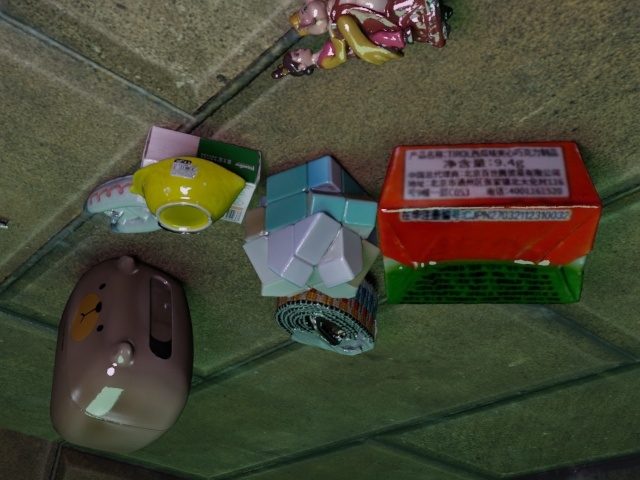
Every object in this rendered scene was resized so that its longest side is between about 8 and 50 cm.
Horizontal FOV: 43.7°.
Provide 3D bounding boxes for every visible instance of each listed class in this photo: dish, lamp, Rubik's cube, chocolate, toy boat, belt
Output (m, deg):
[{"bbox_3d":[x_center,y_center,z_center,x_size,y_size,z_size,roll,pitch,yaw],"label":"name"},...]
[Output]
[{"bbox_3d":[-0.228,-0.065,1.333,0.207,0.080,0.149,-5,146,13],"label":"dish"},{"bbox_3d":[0.045,-0.286,1.051,0.253,0.118,0.118,-7,147,17],"label":"lamp"},{"bbox_3d":[0.000,0.000,1.414,0.265,0.213,0.224,-19,145,26],"label":"Rubik's cube"},{"bbox_3d":[0.287,-0.021,1.405,0.360,0.162,0.341,-1,148,8],"label":"chocolate"},{"bbox_3d":[-0.351,-0.057,1.512,0.207,0.079,0.134,-11,143,28],"label":"toy boat"},{"bbox_3d":[0.014,0.146,1.727,0.207,0.150,0.257,-3,148,29],"label":"belt"}]

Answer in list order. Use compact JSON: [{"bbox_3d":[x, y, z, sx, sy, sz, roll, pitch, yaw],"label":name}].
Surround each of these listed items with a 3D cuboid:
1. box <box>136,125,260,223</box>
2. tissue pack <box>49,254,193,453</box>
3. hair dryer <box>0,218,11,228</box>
[{"bbox_3d":[-0.215,-0.112,1.401,0.199,0.081,0.135,11,148,-13],"label":"box"},{"bbox_3d":[-0.411,0.229,1.697,0.267,0.387,0.277,26,125,-30],"label":"tissue pack"},{"bbox_3d":[-0.754,-0.092,1.535,0.267,0.092,0.229,-5,144,-12],"label":"hair dryer"}]
